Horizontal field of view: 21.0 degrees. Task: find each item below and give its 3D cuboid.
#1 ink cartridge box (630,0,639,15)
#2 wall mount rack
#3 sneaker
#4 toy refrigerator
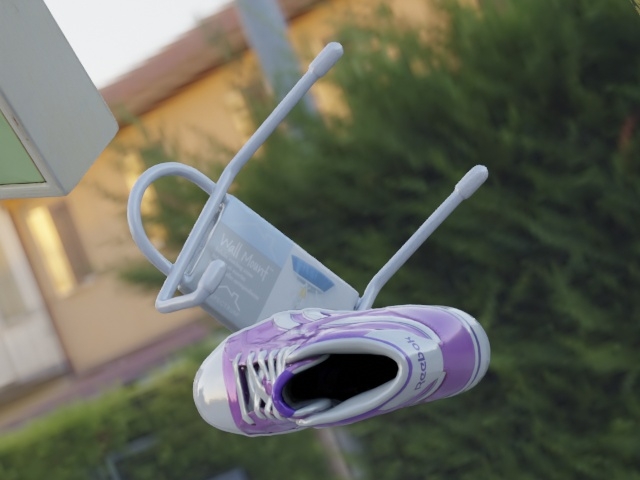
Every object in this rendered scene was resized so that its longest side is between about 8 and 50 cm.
[{"bbox_3d":[0.154,-0.171,0.817,0.072,0.303,0.307,-30,-6,4],"label":"ink cartridge box"},{"bbox_3d":[0.000,0.000,1.670,0.130,0.350,0.304,-19,38,52],"label":"wall mount rack"},{"bbox_3d":[-0.023,0.107,1.380,0.282,0.102,0.161,-17,-3,36],"label":"sneaker"},{"bbox_3d":[-0.271,-0.156,1.294,0.102,0.269,0.094,-1,42,35],"label":"toy refrigerator"}]
